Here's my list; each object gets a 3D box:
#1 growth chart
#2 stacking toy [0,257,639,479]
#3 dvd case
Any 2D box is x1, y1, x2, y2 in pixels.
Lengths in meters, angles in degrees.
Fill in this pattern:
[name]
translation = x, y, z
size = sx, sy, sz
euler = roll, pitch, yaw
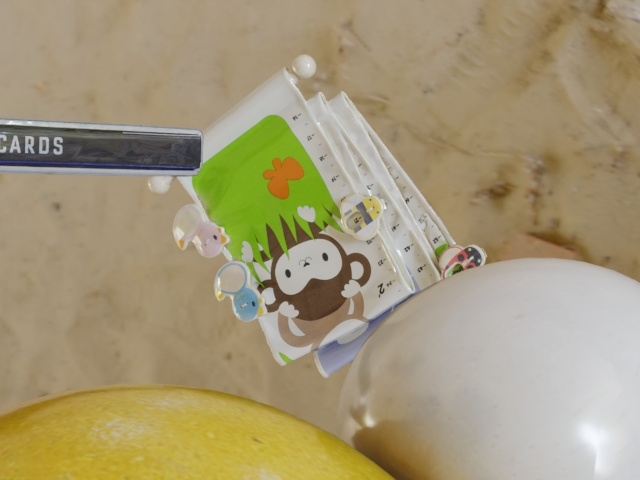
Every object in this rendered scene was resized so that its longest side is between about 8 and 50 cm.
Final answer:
[growth chart]
translation = 0.000, 0.000, 0.942
size = 0.172, 0.021, 0.237
euler = -45, 74, 18
[stacking toy]
translation = -0.059, 0.158, 0.373
size = 0.350, 0.480, 0.350
euler = 43, 153, 29
[dvd case]
translation = -0.208, -0.051, 0.744
size = 0.179, 0.239, 0.029
euler = 8, 96, 56
